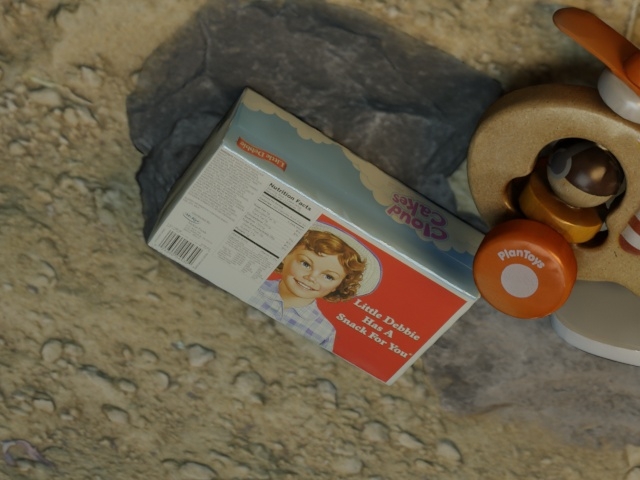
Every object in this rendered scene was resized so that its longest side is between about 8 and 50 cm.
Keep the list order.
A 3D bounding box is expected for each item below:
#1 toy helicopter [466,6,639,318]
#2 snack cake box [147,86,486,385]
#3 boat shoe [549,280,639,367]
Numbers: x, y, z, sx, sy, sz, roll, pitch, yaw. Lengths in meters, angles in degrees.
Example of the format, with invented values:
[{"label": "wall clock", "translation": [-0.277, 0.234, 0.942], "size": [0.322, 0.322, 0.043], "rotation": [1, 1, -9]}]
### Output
[{"label": "toy helicopter", "translation": [0.290, -0.054, 1.423], "size": [0.355, 0.140, 0.235], "rotation": [8, 122, 18]}, {"label": "snack cake box", "translation": [0.000, 0.000, 1.603], "size": [0.264, 0.089, 0.152], "rotation": [31, 131, -11]}, {"label": "boat shoe", "translation": [0.347, 0.086, 1.554], "size": [0.306, 0.113, 0.105], "rotation": [0, 138, -2]}]
